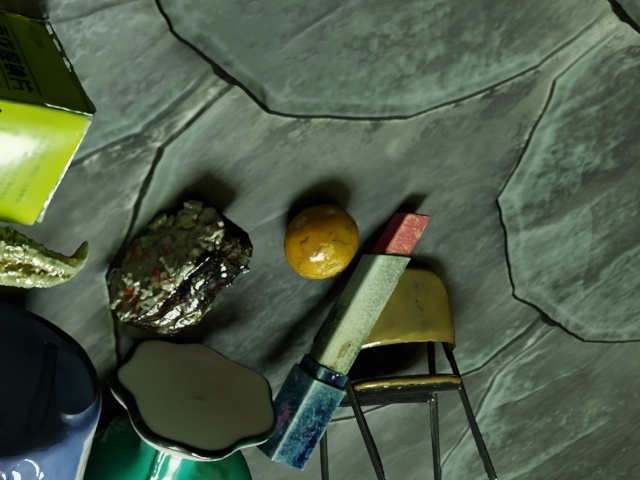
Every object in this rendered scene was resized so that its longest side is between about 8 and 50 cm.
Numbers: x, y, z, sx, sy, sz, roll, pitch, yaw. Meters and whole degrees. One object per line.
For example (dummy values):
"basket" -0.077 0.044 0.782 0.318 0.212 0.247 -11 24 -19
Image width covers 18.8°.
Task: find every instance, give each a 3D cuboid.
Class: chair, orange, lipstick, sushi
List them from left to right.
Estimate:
"sushi" -0.145 0.028 1.955 0.150 0.090 0.078 -42 143 10
"orange" 0.000 0.000 2.029 0.083 0.070 0.083 -17 154 -9
"lipstick" 0.025 0.100 2.109 0.051 0.051 0.312 25 96 -35
"chair" 0.086 0.172 2.192 0.158 0.247 0.172 -2 162 -30

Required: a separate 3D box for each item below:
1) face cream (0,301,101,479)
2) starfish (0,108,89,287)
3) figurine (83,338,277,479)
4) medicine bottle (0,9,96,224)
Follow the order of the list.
"face cream" -0.353 0.204 1.886 0.249 0.249 0.225 -3 129 -30
"starfish" -0.372 0.038 1.613 0.358 0.078 0.347 -35 155 -12
"figurine" -0.183 0.298 2.096 0.231 0.323 0.340 26 120 5
"medicine bottle" -0.337 -0.115 1.646 0.250 0.137 0.141 9 125 -38
